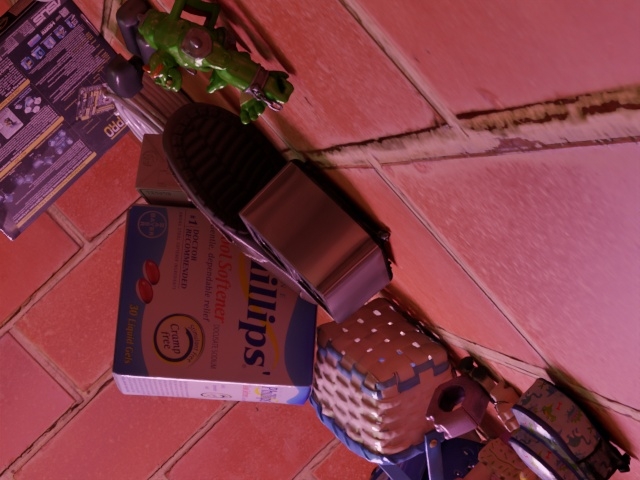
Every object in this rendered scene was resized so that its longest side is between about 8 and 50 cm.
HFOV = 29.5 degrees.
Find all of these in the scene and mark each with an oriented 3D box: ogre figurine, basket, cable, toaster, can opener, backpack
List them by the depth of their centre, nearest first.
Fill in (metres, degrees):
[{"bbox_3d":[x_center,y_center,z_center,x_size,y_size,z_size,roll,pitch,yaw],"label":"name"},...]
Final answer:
[{"bbox_3d":[-0.117,-0.189,1.241,0.118,0.097,0.197,30,-160,-36],"label":"ogre figurine"},{"bbox_3d":[0.254,0.212,1.298,0.114,0.084,0.105,53,169,-26],"label":"backpack"},{"bbox_3d":[0.000,0.000,1.519,0.168,0.110,0.186,44,173,18],"label":"toaster"},{"bbox_3d":[-0.254,-0.250,1.687,0.076,0.095,0.283,46,174,2],"label":"can opener"},{"bbox_3d":[0.107,0.257,1.847,0.255,0.201,0.289,40,141,46],"label":"basket"},{"bbox_3d":[-0.255,-0.194,2.055,0.257,0.089,0.257,48,171,-10],"label":"cable"}]

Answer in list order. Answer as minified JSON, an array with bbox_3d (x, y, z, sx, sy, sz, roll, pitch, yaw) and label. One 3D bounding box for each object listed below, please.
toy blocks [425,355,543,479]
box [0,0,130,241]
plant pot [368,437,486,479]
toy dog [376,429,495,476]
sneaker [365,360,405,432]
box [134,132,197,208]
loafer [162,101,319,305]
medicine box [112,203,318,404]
[{"bbox_3d":[0.244,0.383,1.610,0.309,0.260,0.288,51,173,-33],"label":"toy blocks"},{"bbox_3d":[-0.551,-0.244,2.293,0.318,0.395,0.097,50,171,-32],"label":"box"},{"bbox_3d":[0.184,0.455,2.031,0.212,0.236,0.236,33,130,-2],"label":"plant pot"},{"bbox_3d":[0.222,0.393,2.234,0.333,0.161,0.220,42,172,32],"label":"toy dog"},{"bbox_3d":[0.088,0.233,2.184,0.100,0.108,0.271,51,-165,-41],"label":"sneaker"},{"bbox_3d":[-0.169,-0.071,1.894,0.169,0.087,0.290,3,163,9],"label":"box"},{"bbox_3d":[-0.091,-0.033,1.683,0.366,0.134,0.130,48,159,-15],"label":"loafer"},{"bbox_3d":[-0.151,0.098,1.827,0.289,0.263,0.149,4,162,-3],"label":"medicine box"}]
